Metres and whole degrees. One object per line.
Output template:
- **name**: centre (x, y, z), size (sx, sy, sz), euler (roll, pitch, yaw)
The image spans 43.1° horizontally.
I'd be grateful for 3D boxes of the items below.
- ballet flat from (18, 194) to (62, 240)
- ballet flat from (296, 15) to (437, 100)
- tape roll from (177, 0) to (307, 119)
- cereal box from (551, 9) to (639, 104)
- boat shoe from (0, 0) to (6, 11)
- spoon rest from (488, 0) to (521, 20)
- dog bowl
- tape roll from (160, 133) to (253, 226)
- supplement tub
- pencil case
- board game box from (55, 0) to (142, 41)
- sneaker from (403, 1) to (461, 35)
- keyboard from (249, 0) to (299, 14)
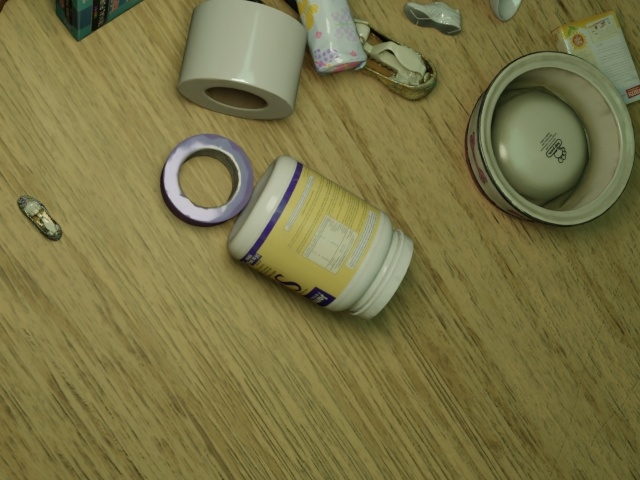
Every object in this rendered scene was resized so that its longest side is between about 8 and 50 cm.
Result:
- **ballet flat**: centre (-0.563, -0.049, 1.632), size (0.041, 0.041, 0.114), euler (-44, 97, -16)
- **ballet flat**: centre (0.114, -0.433, 1.830), size (0.349, 0.123, 0.123), euler (28, 78, -12)
- **tape roll**: centre (-0.160, -0.368, 1.676), size (0.246, 0.246, 0.169), euler (12, 82, -15)
- **cereal box**: centre (0.698, -0.441, 2.035), size (0.173, 0.047, 0.240), euler (-19, 90, -17)
- **boat shoe**: centre (-0.618, -0.561, 1.629), size (0.120, 0.122, 0.324), euler (16, 82, -28)
- **spoon rest**: centre (0.416, -0.607, 1.892), size (0.276, 0.084, 0.137), euler (15, 100, -52)
- **dog bowl**: centre (0.522, -0.227, 1.910), size (0.408, 0.150, 0.408), euler (2, 83, -17)
- **tape roll**: centre (-0.241, -0.126, 1.713), size (0.189, 0.080, 0.189), euler (2, 83, -17)
- **supplement tub**: centre (0.000, 0.000, 1.687), size (0.331, 0.241, 0.241), euler (30, 77, -11)
- **pencil case**: centre (0.013, -0.490, 1.725), size (0.124, 0.113, 0.273), euler (-17, 94, -40)
- **board game box**: centre (-0.371, -0.555, 1.628), size (0.336, 0.254, 0.079), euler (-39, 96, -16)
- **sneaker**: centre (0.265, -0.537, 1.921), size (0.152, 0.054, 0.061), euler (14, 71, -20)
- **keyboard**: centre (-0.115, -0.600, 1.796), size (0.317, 0.033, 0.201), euler (44, 74, 4)
